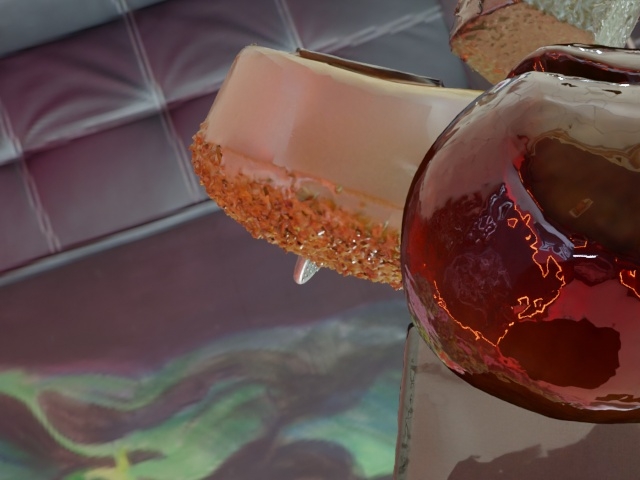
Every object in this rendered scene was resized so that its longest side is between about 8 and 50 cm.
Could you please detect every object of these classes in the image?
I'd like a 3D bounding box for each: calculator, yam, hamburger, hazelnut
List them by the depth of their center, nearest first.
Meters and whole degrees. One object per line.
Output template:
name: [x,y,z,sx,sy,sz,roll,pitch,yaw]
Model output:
hazelnut: [0.168,0.001,0.604,0.252,0.217,0.217,-20,166,-32]
hamburger: [0.035,-0.057,0.968,0.294,0.179,0.276,13,-175,3]
yam: [0.260,-0.272,1.233,0.202,0.271,0.201,30,152,-9]
calculator: [0.000,0.000,1.682,0.095,0.021,0.153,-36,152,-55]

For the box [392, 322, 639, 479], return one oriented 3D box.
box: [0.177,0.180,0.788,0.252,0.188,0.153,4,138,7]
